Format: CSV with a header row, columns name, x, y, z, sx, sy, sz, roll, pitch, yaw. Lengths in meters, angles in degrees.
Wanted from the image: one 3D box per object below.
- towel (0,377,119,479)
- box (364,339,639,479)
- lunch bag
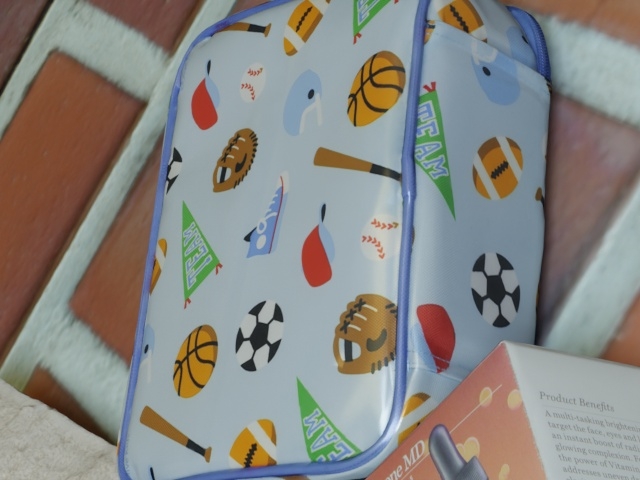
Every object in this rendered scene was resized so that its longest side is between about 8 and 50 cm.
name,x,y,z,sx,sy,sz,roll,pitch,yaw
towel,-0.196,0.183,0.835,0.282,0.049,0.187,21,54,40
box,0.092,0.149,0.567,0.130,0.091,0.170,-52,37,38
lunch bag,0.000,0.000,0.766,0.243,0.115,0.303,-16,58,45
